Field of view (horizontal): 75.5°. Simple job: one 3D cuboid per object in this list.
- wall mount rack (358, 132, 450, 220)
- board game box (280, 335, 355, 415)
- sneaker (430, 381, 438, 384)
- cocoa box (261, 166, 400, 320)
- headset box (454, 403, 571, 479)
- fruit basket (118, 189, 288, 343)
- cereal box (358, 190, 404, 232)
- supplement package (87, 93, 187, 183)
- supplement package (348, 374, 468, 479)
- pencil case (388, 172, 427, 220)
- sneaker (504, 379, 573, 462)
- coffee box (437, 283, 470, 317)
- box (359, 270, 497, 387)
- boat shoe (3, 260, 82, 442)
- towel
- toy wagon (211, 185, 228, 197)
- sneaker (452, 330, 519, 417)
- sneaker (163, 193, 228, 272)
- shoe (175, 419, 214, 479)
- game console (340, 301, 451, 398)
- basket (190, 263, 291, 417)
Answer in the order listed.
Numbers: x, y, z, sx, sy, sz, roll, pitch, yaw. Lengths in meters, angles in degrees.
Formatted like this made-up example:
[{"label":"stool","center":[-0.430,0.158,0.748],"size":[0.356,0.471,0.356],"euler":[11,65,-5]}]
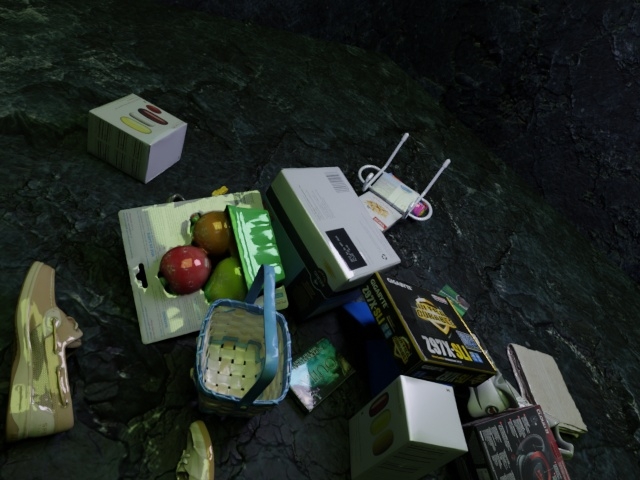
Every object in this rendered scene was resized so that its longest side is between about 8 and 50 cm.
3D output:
[{"label":"wall mount rack","center":[0.339,-0.254,1.664],"size":[0.350,0.130,0.304],"euler":[37,64,11]},{"label":"board game box","center":[-0.011,0.332,1.036],"size":[0.126,0.026,0.186],"euler":[45,41,18]},{"label":"sneaker","center":[0.266,0.425,0.983],"size":[0.080,0.212,0.094],"euler":[1,38,22]},{"label":"cocoa box","center":[0.000,0.000,1.149],"size":[0.231,0.228,0.347],"euler":[-13,64,-44]},{"label":"headset box","center":[0.476,0.543,1.017],"size":[0.293,0.110,0.218],"euler":[0,63,-31]},{"label":"fruit basket","center":[-0.283,0.053,1.028],"size":[0.353,0.165,0.327],"euler":[-13,79,-17]},{"label":"cereal box","center":[0.228,-0.119,1.649],"size":[0.173,0.047,0.240],"euler":[41,40,14]},{"label":"supplement package","center":[-0.565,-0.320,1.283],"size":[0.203,0.149,0.194],"euler":[29,39,-1]},{"label":"supplement package","center":[0.174,0.417,0.890],"size":[0.133,0.244,0.139],"euler":[17,40,-16]},{"label":"pencil case","center":[0.346,-0.187,1.758],"size":[0.236,0.104,0.104],"euler":[44,41,16]},{"label":"sneaker","center":[0.604,0.500,1.170],"size":[0.099,0.121,0.262],"euler":[-5,51,-37]},{"label":"coffee box","center":[0.428,0.233,1.405],"size":[0.113,0.040,0.184],"euler":[45,41,16]},{"label":"box","center":[0.271,0.227,1.037],"size":[0.322,0.079,0.257],"euler":[22,32,-37]},{"label":"boat shoe","center":[-0.524,0.198,0.794],"size":[0.110,0.121,0.341],"euler":[5,55,-34]},{"label":"towel","center":[0.721,0.475,1.330],"size":[0.187,0.049,0.282],"euler":[20,39,-15]},{"label":"toy wagon","center":[-0.194,-0.043,1.288],"size":[0.344,0.068,0.267],"euler":[35,39,7]},{"label":"sneaker","center":[0.439,0.379,1.201],"size":[0.122,0.146,0.330],"euler":[58,13,-9]},{"label":"sneaker","center":[-0.342,-0.018,1.135],"size":[0.271,0.108,0.100],"euler":[43,39,8]},{"label":"shoe","center":[-0.230,0.438,0.746],"size":[0.058,0.076,0.219],"euler":[10,45,-31]},{"label":"game console","center":[0.218,0.305,1.209],"size":[0.293,0.173,0.250],"euler":[5,15,-29]},{"label":"basket","center":[-0.151,0.226,0.851],"size":[0.201,0.289,0.255],"euler":[19,37,-22]}]
